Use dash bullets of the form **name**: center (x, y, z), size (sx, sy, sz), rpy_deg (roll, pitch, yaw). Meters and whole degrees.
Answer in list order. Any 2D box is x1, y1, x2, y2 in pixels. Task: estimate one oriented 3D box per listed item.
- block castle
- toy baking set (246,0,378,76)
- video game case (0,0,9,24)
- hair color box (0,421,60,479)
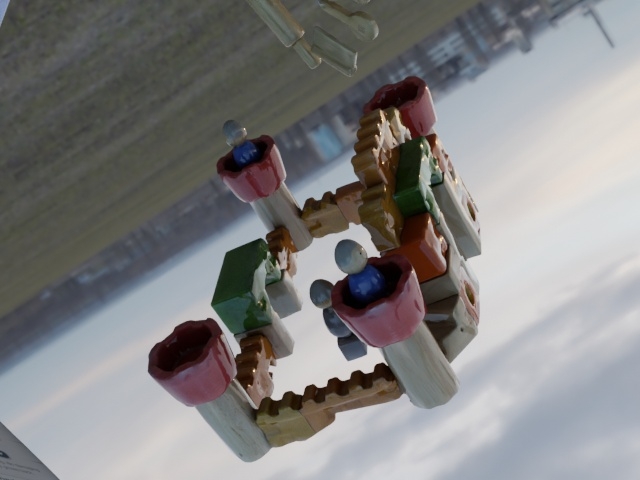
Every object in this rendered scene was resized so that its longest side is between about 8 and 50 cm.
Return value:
- **block castle**: center (0.000, 0.000, 1.217), size (0.303, 0.212, 0.453), rpy_deg (-19, -149, 21)
- **toy baking set**: center (-0.029, -0.296, 1.214), size (0.030, 0.256, 0.197), rpy_deg (-50, -168, -27)
- **video game case**: center (-0.348, -0.193, 0.727), size (0.270, 0.061, 0.244), rpy_deg (5, 141, -31)
- **hair color box**: center (-0.285, 0.211, 0.823), size (0.174, 0.347, 0.105), rpy_deg (31, 88, -50)
